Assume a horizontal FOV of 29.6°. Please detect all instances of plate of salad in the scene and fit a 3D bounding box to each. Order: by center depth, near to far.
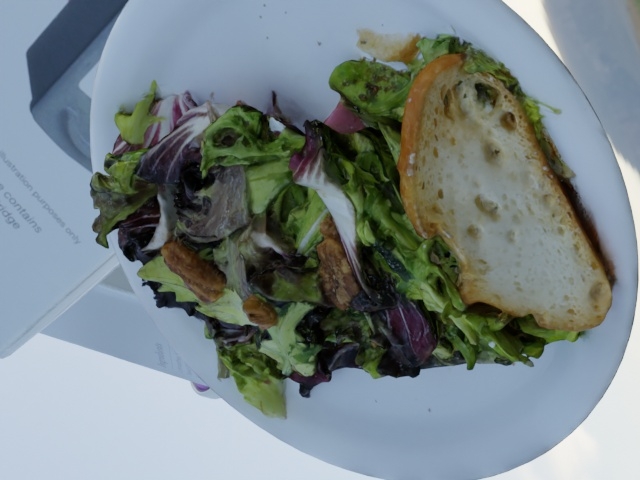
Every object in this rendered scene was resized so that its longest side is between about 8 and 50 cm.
[{"bbox_3d":[0.000,0.000,0.387,0.048,0.200,0.200,-43,-71,-48],"label":"plate of salad"}]

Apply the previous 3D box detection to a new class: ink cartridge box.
[{"bbox_3d":[-0.051,-0.108,0.586,0.131,0.306,0.226,49,-154,-4],"label":"ink cartridge box"}]

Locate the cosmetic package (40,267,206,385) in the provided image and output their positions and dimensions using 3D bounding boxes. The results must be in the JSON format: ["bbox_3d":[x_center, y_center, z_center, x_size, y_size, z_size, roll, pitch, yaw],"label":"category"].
[{"bbox_3d":[-0.128,-0.014,1.093,0.161,0.453,0.230,95,-168,-63],"label":"cosmetic package"}]

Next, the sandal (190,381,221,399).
[{"bbox_3d":[-0.097,0.067,1.676,0.102,0.416,0.169,10,-147,-33],"label":"sandal"}]
